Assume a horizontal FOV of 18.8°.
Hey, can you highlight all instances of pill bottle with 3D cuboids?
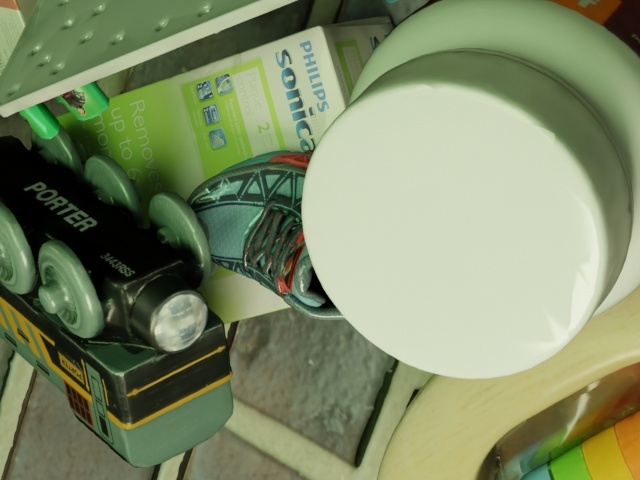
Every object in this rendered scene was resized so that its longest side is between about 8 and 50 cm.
[{"bbox_3d":[0.148,-0.078,1.268,0.224,0.392,0.224,10,116,20],"label":"pill bottle"}]

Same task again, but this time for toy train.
[{"bbox_3d":[-0.191,0.035,1.499,0.334,0.142,0.190,31,137,45],"label":"toy train"}]

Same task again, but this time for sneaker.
[{"bbox_3d":[0.000,0.000,1.412,0.262,0.125,0.104,12,105,27],"label":"sneaker"}]

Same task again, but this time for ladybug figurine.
[{"bbox_3d":[0.235,0.151,1.394,0.449,0.162,0.305,-29,103,29],"label":"ladybug figurine"}]

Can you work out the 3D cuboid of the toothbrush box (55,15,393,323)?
[{"bbox_3d":[-0.058,-0.044,1.581,0.283,0.122,0.206,-15,92,31],"label":"toothbrush box"}]

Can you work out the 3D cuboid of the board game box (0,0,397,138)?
[{"bbox_3d":[-0.028,-0.263,1.404,0.390,0.390,0.050,-18,128,32],"label":"board game box"}]

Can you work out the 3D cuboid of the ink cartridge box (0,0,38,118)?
[{"bbox_3d":[-0.301,-0.174,1.723,0.198,0.067,0.115,-24,85,43],"label":"ink cartridge box"}]
